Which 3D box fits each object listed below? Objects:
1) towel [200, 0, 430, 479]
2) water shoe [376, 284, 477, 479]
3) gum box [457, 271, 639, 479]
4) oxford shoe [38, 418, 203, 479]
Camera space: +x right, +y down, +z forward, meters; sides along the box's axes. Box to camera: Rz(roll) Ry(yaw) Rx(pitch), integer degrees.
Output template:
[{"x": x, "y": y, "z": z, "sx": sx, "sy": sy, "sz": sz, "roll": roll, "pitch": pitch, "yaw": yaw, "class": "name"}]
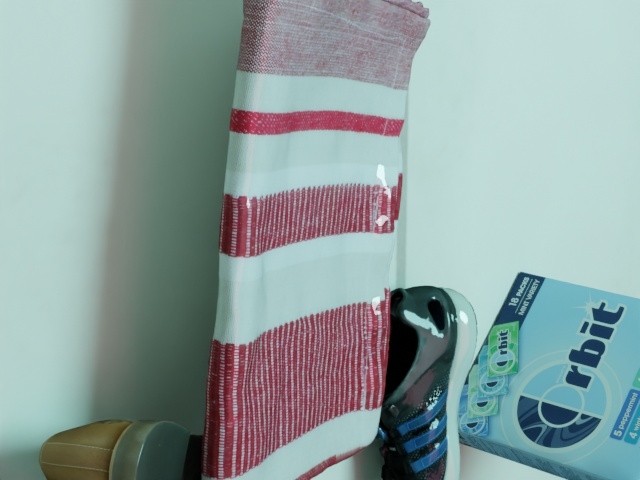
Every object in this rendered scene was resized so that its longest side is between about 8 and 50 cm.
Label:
[{"x": 0.000, "y": 0.000, "z": 0.831, "sx": 0.237, "sy": 0.037, "sz": 0.329, "roll": -12, "pitch": 109, "yaw": -65, "class": "towel"}, {"x": 0.061, "y": 0.133, "z": 0.993, "sx": 0.080, "sy": 0.073, "sz": 0.203, "roll": 6, "pitch": 92, "yaw": -30, "class": "water shoe"}, {"x": 0.215, "y": 0.116, "z": 1.070, "sx": 0.157, "sy": 0.184, "sz": 0.041, "roll": -61, "pitch": 139, "yaw": -19, "class": "gum box"}, {"x": -0.101, "y": 0.147, "z": 0.787, "sx": 0.212, "sy": 0.076, "sz": 0.076, "roll": 59, "pitch": 38, "yaw": -61, "class": "oxford shoe"}]
